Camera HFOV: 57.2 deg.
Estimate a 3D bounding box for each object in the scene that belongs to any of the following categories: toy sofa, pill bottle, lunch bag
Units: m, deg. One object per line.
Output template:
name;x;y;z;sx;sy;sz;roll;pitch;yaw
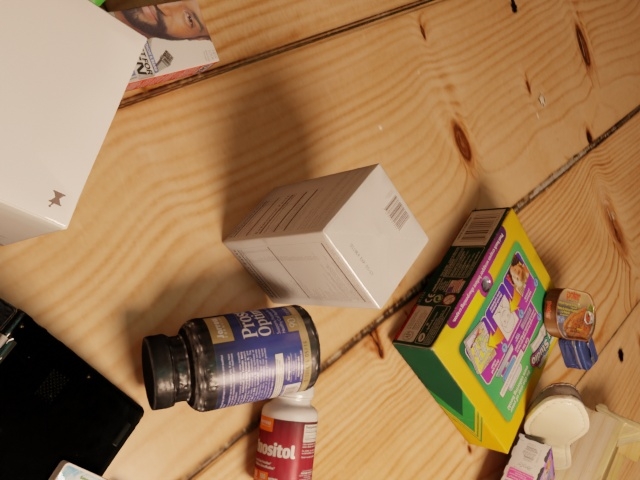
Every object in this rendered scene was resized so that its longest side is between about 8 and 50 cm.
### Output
toy sofa;0.590;0.555;1.333;0.362;0.177;0.150;-47;139;-31
pill bottle;-0.120;0.159;0.786;0.219;0.122;0.123;-5;89;-26
pill bottle;-0.049;0.289;0.866;0.086;0.086;0.152;14;77;-37
lunch bag;0.626;0.260;1.418;0.067;0.065;0.099;-32;106;-36

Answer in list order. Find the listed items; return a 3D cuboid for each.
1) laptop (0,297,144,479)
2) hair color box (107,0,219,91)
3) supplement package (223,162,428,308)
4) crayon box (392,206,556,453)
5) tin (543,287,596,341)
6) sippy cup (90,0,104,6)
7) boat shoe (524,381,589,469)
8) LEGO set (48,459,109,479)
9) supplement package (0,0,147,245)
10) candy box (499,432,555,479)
laptop;-0.461;0.219;0.588;0.382;0.236;0.408;-58;148;-26
hair color box;-0.231;-0.261;0.789;0.167;0.053;0.093;-29;103;-37
supplement package;0.000;0.000;0.828;0.134;0.244;0.139;-50;117;-29
crayon box;0.335;0.171;1.167;0.363;0.106;0.313;-52;120;-29
tin;0.530;0.156;1.245;0.189;0.040;0.106;14;83;-41
sippy cup;-0.306;-0.382;0.602;0.305;0.224;0.240;-25;89;-34
boat shoe;0.480;0.368;1.208;0.325;0.116;0.097;71;28;-46
LEGO set;-0.257;0.391;0.686;0.244;0.060;0.183;52;59;-40
supplement package;-0.335;-0.128;0.560;0.199;0.262;0.198;28;70;-34
candy box;0.405;0.520;1.183;0.196;0.070;0.165;-54;140;-28
